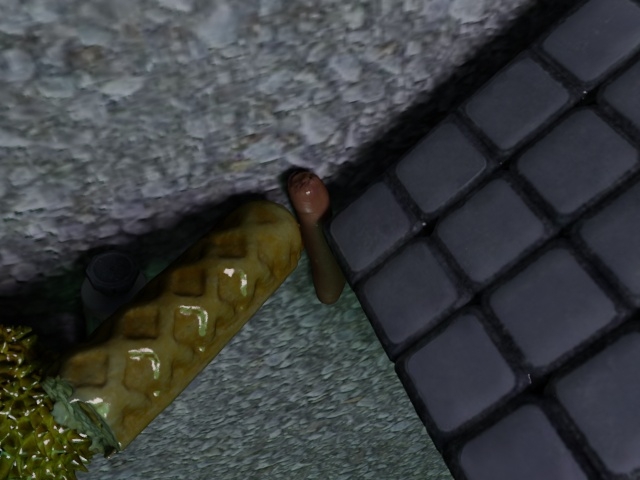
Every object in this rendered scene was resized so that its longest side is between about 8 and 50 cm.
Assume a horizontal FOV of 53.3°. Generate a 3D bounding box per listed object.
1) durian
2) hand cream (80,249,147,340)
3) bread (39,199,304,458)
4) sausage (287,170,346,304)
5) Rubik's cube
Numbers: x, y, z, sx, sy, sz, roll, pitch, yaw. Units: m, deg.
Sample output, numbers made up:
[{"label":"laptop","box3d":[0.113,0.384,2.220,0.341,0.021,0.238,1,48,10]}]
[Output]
[{"label":"durian","box3d":[-0.298,0.157,0.554,0.200,0.177,0.237,15,153,17]},{"label":"hand cream","box3d":[-0.206,0.114,0.661,0.095,0.059,0.276,-10,142,-22]},{"label":"bread","box3d":[-0.110,0.058,0.547,0.269,0.087,0.098,-45,139,-36]},{"label":"sausage","box3d":[0.000,0.000,0.656,0.043,0.043,0.186,-22,139,-7]},{"label":"Rubik's cube","box3d":[0.265,0.057,0.570,0.344,0.344,0.337,-41,138,16]}]
